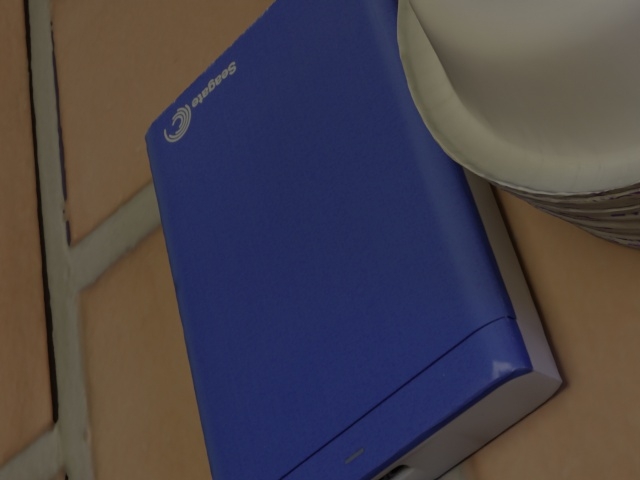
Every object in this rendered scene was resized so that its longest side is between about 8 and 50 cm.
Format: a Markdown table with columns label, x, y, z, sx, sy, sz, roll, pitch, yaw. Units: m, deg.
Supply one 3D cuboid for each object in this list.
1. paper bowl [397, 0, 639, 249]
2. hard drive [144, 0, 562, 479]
| label | x | y | z | sx | sy | sz | roll | pitch | yaw |
| --- | --- | --- | --- | --- | --- | --- | --- | --- | --- |
| paper bowl | 0.146 | -0.147 | 0.697 | 0.284 | 0.148 | 0.284 | -23 | 56 | 39 |
| hard drive | 0.000 | 0.000 | 0.872 | 0.210 | 0.040 | 0.318 | -41 | 46 | 29 |
